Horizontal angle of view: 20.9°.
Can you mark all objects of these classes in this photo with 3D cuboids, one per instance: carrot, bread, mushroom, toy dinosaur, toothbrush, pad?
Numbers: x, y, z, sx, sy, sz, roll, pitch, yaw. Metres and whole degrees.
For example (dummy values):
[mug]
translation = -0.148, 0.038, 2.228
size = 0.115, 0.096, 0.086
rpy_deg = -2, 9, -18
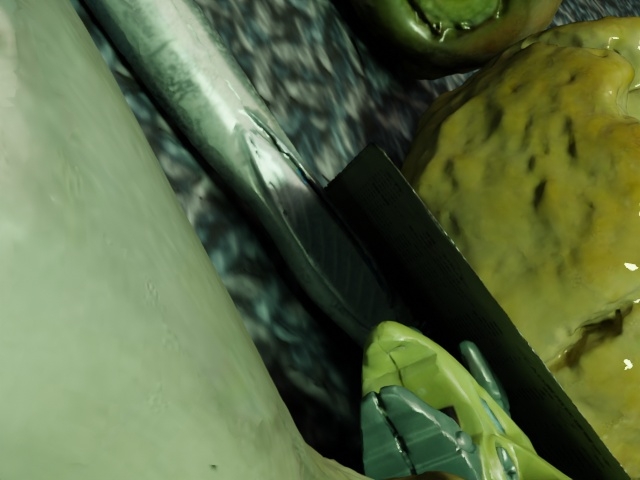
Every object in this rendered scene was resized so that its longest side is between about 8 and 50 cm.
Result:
[carrot]
translation = 0.068, -0.208, 0.963
size = 0.139, 0.138, 0.302
rpy_deg = 41, 27, -34
[bread]
translation = 0.154, 0.000, 0.788
size = 0.244, 0.134, 0.244
rpy_deg = 20, 47, -23
[mushroom]
translation = -0.079, 0.027, 0.408
size = 0.329, 0.122, 0.159
rpy_deg = 46, 61, -24
[toy dinosaur]
translation = 0.082, 0.151, 0.587
size = 0.259, 0.094, 0.153
rpy_deg = 54, 24, -29
[toothbrush]
translation = 0.000, 0.000, 0.666
size = 0.035, 0.042, 0.413
rpy_deg = -40, 97, -26
[pad]
translation = 0.086, 0.080, 0.650
size = 0.265, 0.009, 0.159
rpy_deg = 53, -8, 1
